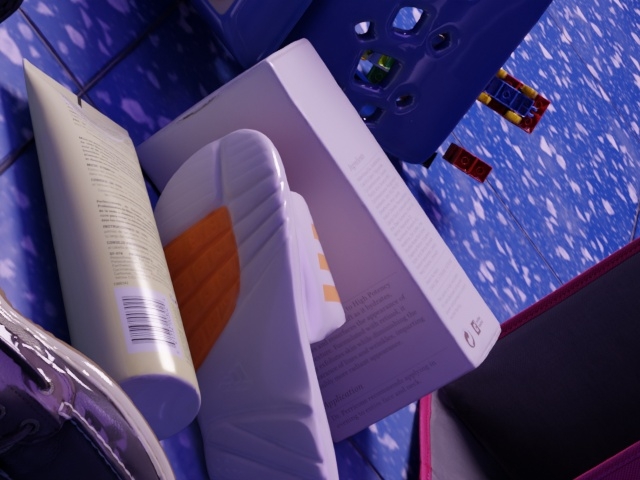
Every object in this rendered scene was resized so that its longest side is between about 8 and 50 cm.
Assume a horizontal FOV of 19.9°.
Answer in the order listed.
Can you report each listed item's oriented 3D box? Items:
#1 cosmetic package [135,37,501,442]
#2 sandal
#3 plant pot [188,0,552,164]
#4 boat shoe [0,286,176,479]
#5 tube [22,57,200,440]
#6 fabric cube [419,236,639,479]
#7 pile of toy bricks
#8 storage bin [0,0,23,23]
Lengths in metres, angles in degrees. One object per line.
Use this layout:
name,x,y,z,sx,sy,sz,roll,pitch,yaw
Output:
cosmetic package,0.000,0.000,1.154,0.231,0.117,0.085,57,24,-5
sandal,-0.031,0.068,1.053,0.076,0.102,0.265,21,52,-55
plant pot,0.015,-0.225,1.260,0.212,0.236,0.236,18,26,-43
boat shoe,-0.159,0.068,0.834,0.223,0.080,0.073,49,31,-6
tube,-0.118,0.002,1.011,0.070,0.062,0.240,97,-19,-49
fabric cube,0.239,0.176,1.201,0.258,0.254,0.259,52,17,-17
pile of toy bricks,0.070,-0.138,1.486,0.212,0.118,0.105,32,3,-16
storage bin,-0.239,-0.170,0.895,0.180,0.122,0.084,63,25,10
